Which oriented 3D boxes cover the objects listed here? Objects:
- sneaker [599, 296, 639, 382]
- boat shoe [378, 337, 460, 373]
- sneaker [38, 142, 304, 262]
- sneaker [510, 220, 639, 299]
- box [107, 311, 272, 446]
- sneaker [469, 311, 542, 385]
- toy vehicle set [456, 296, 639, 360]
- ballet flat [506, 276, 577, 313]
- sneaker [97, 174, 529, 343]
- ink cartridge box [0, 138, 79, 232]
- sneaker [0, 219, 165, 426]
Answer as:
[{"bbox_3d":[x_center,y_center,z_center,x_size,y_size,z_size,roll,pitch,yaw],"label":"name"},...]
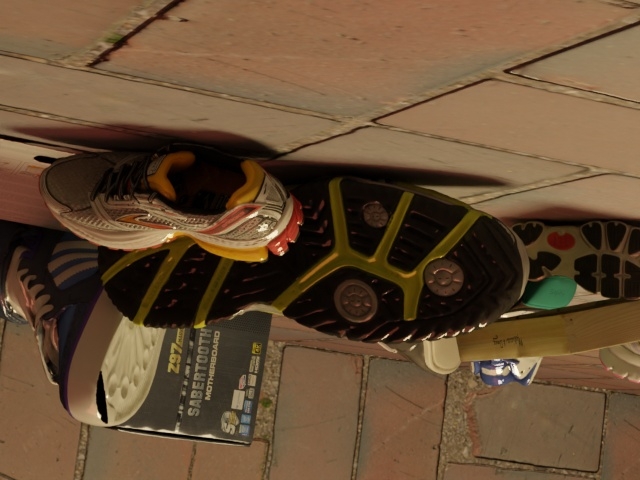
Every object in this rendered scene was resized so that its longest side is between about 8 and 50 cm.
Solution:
[{"bbox_3d":[0.399,0.096,1.733,0.252,0.111,0.103,12,-148,26],"label":"sneaker"},{"bbox_3d":[0.097,0.074,2.026,0.095,0.112,0.335,23,174,24],"label":"boat shoe"},{"bbox_3d":[-0.127,-0.046,1.399,0.225,0.088,0.093,4,152,22],"label":"sneaker"},{"bbox_3d":[0.245,0.009,1.548,0.170,0.068,0.071,12,-167,40],"label":"sneaker"},{"bbox_3d":[-0.150,0.113,2.004,0.183,0.232,0.059,12,174,-32],"label":"box"},{"bbox_3d":[0.209,0.097,1.949,0.112,0.131,0.296,6,172,22],"label":"sneaker"},{"bbox_3d":[0.250,0.079,1.632,0.166,0.035,0.267,-10,178,-16],"label":"toy vehicle set"},{"bbox_3d":[0.185,0.038,1.755,0.074,0.074,0.203,2,177,35],"label":"ballet flat"},{"bbox_3d":[0.000,0.000,1.497,0.385,0.145,0.147,4,-163,25],"label":"sneaker"},{"bbox_3d":[-0.251,-0.062,1.558,0.145,0.045,0.179,11,155,-25],"label":"ink cartridge box"},{"bbox_3d":[-0.273,0.061,1.662,0.236,0.130,0.323,3,-149,8],"label":"sneaker"}]
